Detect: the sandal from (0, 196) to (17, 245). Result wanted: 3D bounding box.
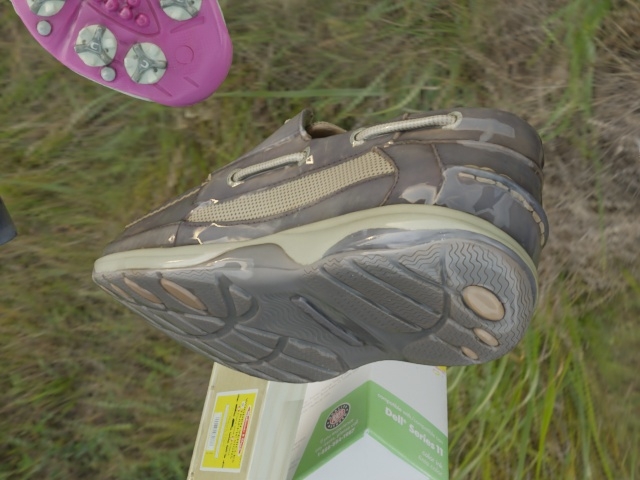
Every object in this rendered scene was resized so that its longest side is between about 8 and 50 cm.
[{"bbox_3d":[-0.230,-0.006,0.642,0.255,0.097,0.054,3,121,48],"label":"sandal"}]

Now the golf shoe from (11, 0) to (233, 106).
[{"bbox_3d":[-0.173,-0.198,0.915,0.306,0.140,0.115,41,96,6],"label":"golf shoe"}]

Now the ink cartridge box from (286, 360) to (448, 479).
[{"bbox_3d":[0.027,0.154,1.493,0.119,0.353,0.207,38,122,-22],"label":"ink cartridge box"}]

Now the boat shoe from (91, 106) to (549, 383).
[{"bbox_3d":[0.000,0.000,0.826,0.355,0.132,0.130,-4,52,48],"label":"boat shoe"}]

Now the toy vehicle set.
[{"bbox_3d":[-0.069,0.176,1.276,0.035,0.166,0.266,17,77,-20],"label":"toy vehicle set"}]
